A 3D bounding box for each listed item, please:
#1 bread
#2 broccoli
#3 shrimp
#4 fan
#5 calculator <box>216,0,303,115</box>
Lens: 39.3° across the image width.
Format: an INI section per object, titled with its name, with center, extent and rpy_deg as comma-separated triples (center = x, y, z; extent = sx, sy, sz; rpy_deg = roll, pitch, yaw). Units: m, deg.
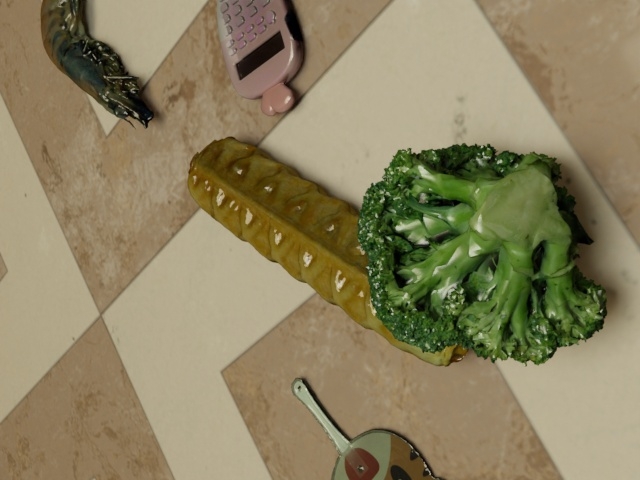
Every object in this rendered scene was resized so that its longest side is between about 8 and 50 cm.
[bread]
center = 0.001, -0.001, 0.850
extent = 0.368, 0.077, 0.084
rpy_deg = 33, 121, 33
[broccoli]
center = 0.120, 0.006, 0.671
extent = 0.156, 0.195, 0.195
rpy_deg = 150, 106, -72
[shrimp]
center = -0.252, -0.260, 1.053
extent = 0.262, 0.051, 0.198
rpy_deg = 47, 124, 30
[fan]
center = 0.040, 0.227, 0.894
extent = 0.226, 0.008, 0.152
rpy_deg = 49, 126, 24
[calculator]
center = -0.061, -0.204, 0.907
extent = 0.103, 0.024, 0.165
rpy_deg = -26, 77, 41
